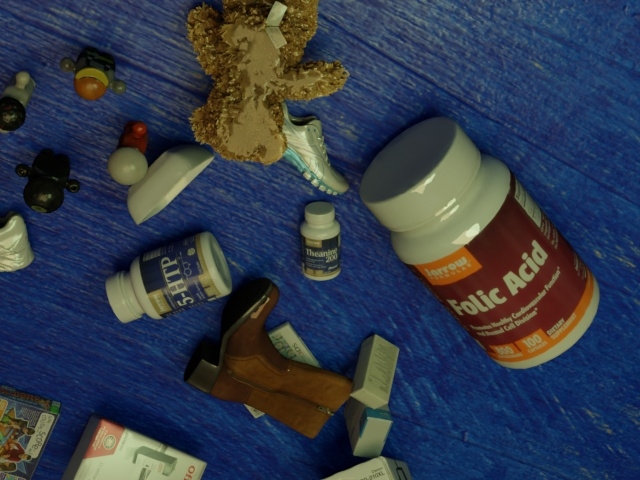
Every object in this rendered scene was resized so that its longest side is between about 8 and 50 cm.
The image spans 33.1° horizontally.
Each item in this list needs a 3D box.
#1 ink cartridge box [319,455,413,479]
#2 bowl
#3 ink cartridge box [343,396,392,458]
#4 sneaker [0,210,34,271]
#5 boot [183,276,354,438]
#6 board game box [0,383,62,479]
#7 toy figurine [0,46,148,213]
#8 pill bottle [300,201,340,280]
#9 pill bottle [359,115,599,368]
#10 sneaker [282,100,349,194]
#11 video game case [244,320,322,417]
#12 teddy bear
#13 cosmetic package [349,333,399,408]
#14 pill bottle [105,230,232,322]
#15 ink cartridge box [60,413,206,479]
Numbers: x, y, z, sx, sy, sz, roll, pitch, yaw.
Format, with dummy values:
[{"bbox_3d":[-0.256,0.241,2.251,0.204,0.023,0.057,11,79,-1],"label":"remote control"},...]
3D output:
[{"bbox_3d":[0.075,0.469,1.949,0.172,0.100,0.237,-24,162,8],"label":"ink cartridge box"},{"bbox_3d":[-0.239,-0.095,1.668,0.053,0.142,0.142,45,107,-2],"label":"bowl"},{"bbox_3d":[0.084,0.315,1.928,0.052,0.122,0.089,10,118,-15],"label":"ink cartridge box"},{"bbox_3d":[-0.579,-0.012,1.714,0.232,0.090,0.115,-4,113,-14],"label":"sneaker"},{"bbox_3d":[-0.055,0.211,1.851,0.280,0.096,0.264,26,112,-19],"label":"boot"},{"bbox_3d":[-0.564,0.358,1.937,0.136,0.035,0.201,22,115,-16],"label":"board game box"},{"bbox_3d":[-0.372,-0.165,1.604,0.213,0.148,0.210,-16,119,4],"label":"toy figurine"},{"bbox_3d":[0.000,0.000,1.776,0.067,0.067,0.120,-4,119,-3],"label":"pill bottle"},{"bbox_3d":[0.253,0.004,1.714,0.224,0.224,0.392,-37,116,14],"label":"pill bottle"},{"bbox_3d":[-0.015,-0.148,1.696,0.190,0.071,0.083,39,103,-23],"label":"sneaker"},{"bbox_3d":[-0.088,0.233,1.924,0.157,0.019,0.143,-29,117,11],"label":"video game case"},{"bbox_3d":[-0.083,-0.285,1.578,0.245,0.113,0.338,-5,103,3],"label":"teddy bear"},{"bbox_3d":[0.095,0.229,1.882,0.060,0.115,0.041,34,140,-20],"label":"cosmetic package"},{"bbox_3d":[-0.250,0.066,1.764,0.186,0.112,0.112,-21,119,6],"label":"pill bottle"},{"bbox_3d":[-0.336,0.426,1.927,0.217,0.092,0.159,28,76,-21],"label":"ink cartridge box"}]
